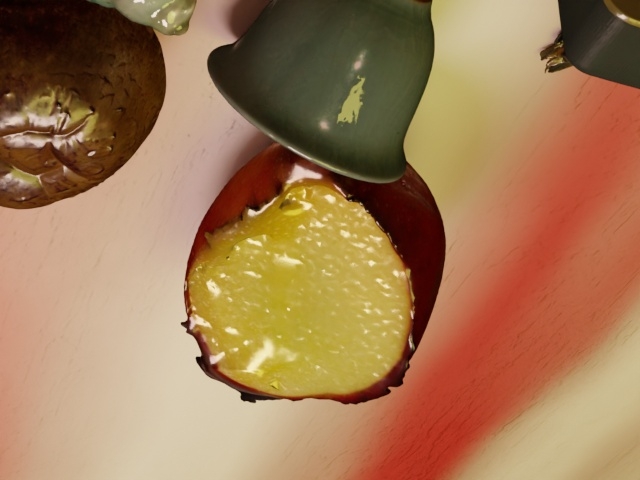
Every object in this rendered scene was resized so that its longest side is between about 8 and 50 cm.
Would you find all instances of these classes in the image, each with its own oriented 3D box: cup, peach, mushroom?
[{"bbox_3d":[0.023,-0.166,1.119,0.199,0.199,0.150,10,122,-40],"label":"cup"},{"bbox_3d":[0.000,0.000,1.346,0.258,0.201,0.361,12,135,8],"label":"peach"},{"bbox_3d":[-0.240,-0.112,1.073,0.231,0.138,0.194,-36,146,28],"label":"mushroom"}]

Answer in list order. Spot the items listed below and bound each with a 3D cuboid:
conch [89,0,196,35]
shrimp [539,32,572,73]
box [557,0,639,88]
[{"bbox_3d":[-0.159,-0.254,0.840,0.195,0.277,0.220,-32,-168,-19],"label":"conch"},{"bbox_3d":[0.306,-0.211,1.323,0.180,0.041,0.099,-22,165,4],"label":"shrimp"},{"bbox_3d":[0.317,-0.206,1.189,0.201,0.144,0.090,10,146,-17],"label":"box"}]
